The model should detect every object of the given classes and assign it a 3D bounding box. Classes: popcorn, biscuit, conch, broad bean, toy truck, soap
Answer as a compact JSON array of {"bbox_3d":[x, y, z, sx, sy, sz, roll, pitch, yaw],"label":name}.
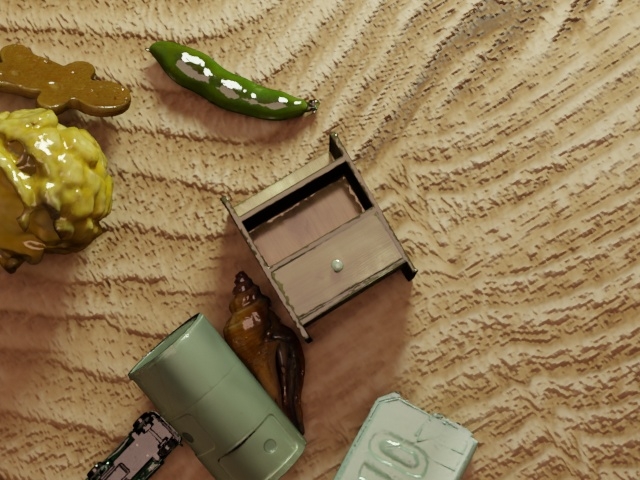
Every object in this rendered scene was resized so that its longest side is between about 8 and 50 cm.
[{"bbox_3d":[-0.390,-0.065,1.604,0.250,0.250,0.190,25,59,4],"label":"popcorn"},{"bbox_3d":[-0.357,-0.207,1.671,0.204,0.138,0.031,15,127,5],"label":"biscuit"},{"bbox_3d":[-0.067,0.150,1.645,0.086,0.080,0.233,-29,108,16],"label":"conch"},{"bbox_3d":[-0.128,-0.213,1.696,0.254,0.046,0.065,22,78,2],"label":"broad bean"},{"bbox_3d":[-0.249,0.295,1.626,0.065,0.079,0.147,43,87,6],"label":"toy truck"},{"bbox_3d":[0.088,0.337,1.607,0.150,0.094,0.261,28,85,4],"label":"soap"}]

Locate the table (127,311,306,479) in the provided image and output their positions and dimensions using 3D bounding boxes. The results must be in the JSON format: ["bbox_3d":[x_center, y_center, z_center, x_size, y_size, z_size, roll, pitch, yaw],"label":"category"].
[{"bbox_3d":[-0.133,0.216,1.588,0.126,0.126,0.220,-40,97,-3],"label":"table"}]

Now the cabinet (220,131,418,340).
[{"bbox_3d":[0.000,0.000,1.619,0.174,0.148,0.215,-30,85,-2],"label":"cabinet"}]
